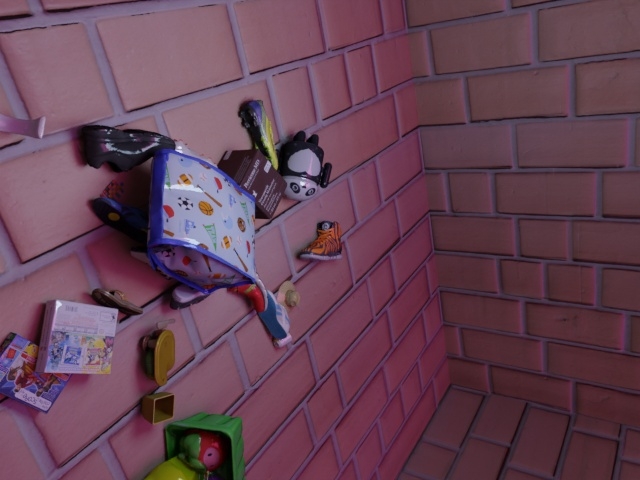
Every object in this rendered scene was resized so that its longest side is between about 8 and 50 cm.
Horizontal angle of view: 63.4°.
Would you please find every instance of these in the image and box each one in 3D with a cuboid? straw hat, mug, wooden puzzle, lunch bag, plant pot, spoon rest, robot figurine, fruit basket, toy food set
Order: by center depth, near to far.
[{"bbox_3d":[-0.789,-0.291,1.182,0.276,0.084,0.137,13,82,-42],"label":"spoon rest"},{"bbox_3d":[-0.603,-0.142,1.512,0.083,0.006,0.049,-62,139,-30],"label":"wooden puzzle"},{"bbox_3d":[-0.380,-0.053,1.570,0.385,0.239,0.327,44,35,-57],"label":"lunch bag"},{"bbox_3d":[-0.521,0.524,1.641,0.081,0.083,0.081,2,92,-55],"label":"plant pot"},{"bbox_3d":[-0.520,0.350,1.647,0.128,0.071,0.217,-26,119,-78],"label":"toy food set"},{"bbox_3d":[-0.417,0.784,1.695,0.392,0.283,0.392,1,90,-73],"label":"fruit basket"},{"bbox_3d":[-0.078,-0.298,2.103,0.173,0.209,0.278,28,70,-67],"label":"robot figurine"},{"bbox_3d":[-0.169,0.412,2.173,0.064,0.078,0.062,-35,155,-38],"label":"mug"},{"bbox_3d":[-0.121,0.246,2.206,0.144,0.061,0.144,-9,101,-55],"label":"straw hat"}]

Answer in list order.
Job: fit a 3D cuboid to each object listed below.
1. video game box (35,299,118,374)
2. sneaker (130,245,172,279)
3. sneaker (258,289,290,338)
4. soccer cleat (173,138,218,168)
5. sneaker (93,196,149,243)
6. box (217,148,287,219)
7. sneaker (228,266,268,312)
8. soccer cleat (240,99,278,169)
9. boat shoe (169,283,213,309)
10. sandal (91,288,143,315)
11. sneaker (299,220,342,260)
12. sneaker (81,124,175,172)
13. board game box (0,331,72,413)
[{"bbox_3d":[-0.656,0.267,1.412,0.205,0.048,0.187,27,58,-58],"label":"video game box"},{"bbox_3d":[-0.494,0.076,1.632,0.237,0.085,0.086,27,82,-49],"label":"sneaker"},{"bbox_3d":[-0.191,0.288,2.104,0.092,0.087,0.228,-71,146,-57],"label":"sneaker"},{"bbox_3d":[-0.424,-0.261,1.712,0.196,0.068,0.076,31,73,-45],"label":"soccer cleat"},{"bbox_3d":[-0.573,-0.073,1.525,0.209,0.069,0.082,42,32,-42],"label":"sneaker"},{"bbox_3d":[-0.259,-0.198,1.860,0.203,0.167,0.168,49,55,-46],"label":"box"},{"bbox_3d":[-0.289,0.166,1.947,0.118,0.107,0.279,-35,121,-26],"label":"sneaker"},{"bbox_3d":[-0.210,-0.395,1.974,0.121,0.093,0.289,-47,130,-41],"label":"soccer cleat"},{"bbox_3d":[-0.425,0.183,1.749,0.076,0.080,0.228,-57,170,20],"label":"boat shoe"},{"bbox_3d":[-0.592,0.173,1.517,0.180,0.072,0.049,42,45,-51],"label":"sandal"},{"bbox_3d":[0.000,0.000,2.320,0.321,0.125,0.180,-2,91,-66],"label":"sneaker"},{"bbox_3d":[-0.554,-0.261,1.506,0.286,0.109,0.130,-6,109,-48],"label":"sneaker"},{"bbox_3d":[-0.749,0.344,1.333,0.201,0.035,0.136,55,50,-43],"label":"board game box"}]
